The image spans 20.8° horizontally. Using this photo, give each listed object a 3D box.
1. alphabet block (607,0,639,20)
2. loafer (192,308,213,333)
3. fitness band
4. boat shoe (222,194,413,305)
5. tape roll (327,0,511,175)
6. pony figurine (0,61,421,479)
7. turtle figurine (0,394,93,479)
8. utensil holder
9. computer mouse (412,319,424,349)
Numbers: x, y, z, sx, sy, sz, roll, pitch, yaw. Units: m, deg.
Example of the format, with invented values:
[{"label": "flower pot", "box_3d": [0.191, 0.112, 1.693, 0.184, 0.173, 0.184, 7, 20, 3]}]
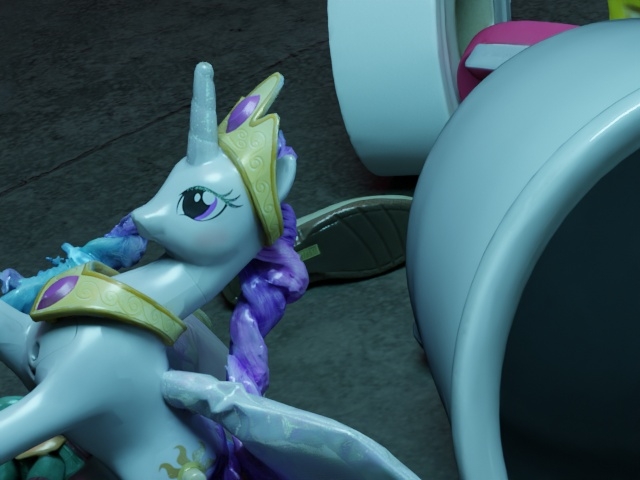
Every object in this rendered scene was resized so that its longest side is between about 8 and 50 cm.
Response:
[{"label": "alphabet block", "box_3d": [0.388, -0.160, 1.510, 0.197, 0.192, 0.193, -21, 26, -22]}, {"label": "loafer", "box_3d": [-0.139, 0.057, 1.435, 0.148, 0.056, 0.050, 13, 42, 40]}, {"label": "fitness band", "box_3d": [0.232, -0.094, 1.424, 0.291, 0.209, 0.054, 16, 68, 46]}, {"label": "boat shoe", "box_3d": [0.000, 0.000, 1.490, 0.190, 0.068, 0.072, -15, 15, -6]}, {"label": "tape roll", "box_3d": [0.098, -0.200, 1.600, 0.100, 0.286, 0.286, -2, 28, 19]}, {"label": "pony figurine", "box_3d": [-0.092, 0.118, 1.043, 0.363, 0.351, 0.303, -41, 31, -15]}, {"label": "turtle figurine", "box_3d": [-0.202, 0.131, 1.249, 0.175, 0.118, 0.234, -12, 38, 33]}, {"label": "utensil holder", "box_3d": [0.211, 0.042, 0.956, 0.327, 0.328, 0.385, -12, 11, -1]}, {"label": "computer mouse", "box_3d": [0.198, 0.042, 1.334, 0.184, 0.060, 0.262, 22, 53, 42]}]
